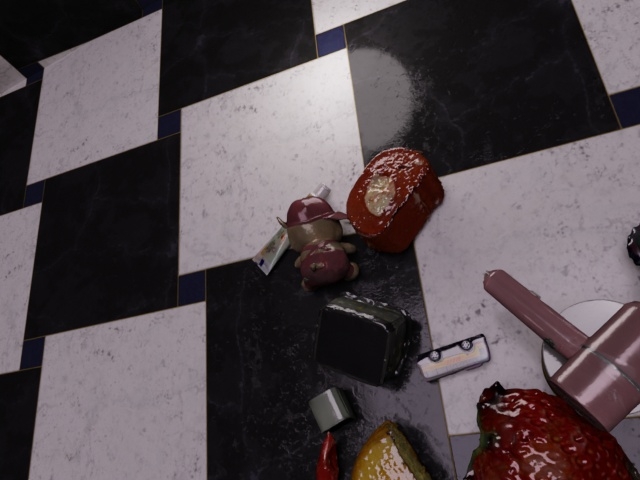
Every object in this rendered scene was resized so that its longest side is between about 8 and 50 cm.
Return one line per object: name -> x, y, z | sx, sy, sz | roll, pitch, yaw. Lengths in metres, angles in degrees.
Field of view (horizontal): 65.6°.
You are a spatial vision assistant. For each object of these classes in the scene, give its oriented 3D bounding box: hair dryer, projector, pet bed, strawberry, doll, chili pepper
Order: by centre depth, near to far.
hair dryer -> 0.456, 0.150, 0.934 | 0.210, 0.125, 0.352 | -45, 54, 1
strawberry -> 0.435, 0.444, 0.943 | 0.309, 0.291, 0.292 | 10, 75, 40
chili pepper -> 0.019, 0.554, 1.195 | 0.050, 0.059, 0.191 | 4, 91, 45
projector -> 0.029, 0.420, 1.232 | 0.083, 0.083, 0.082 | -33, 62, 9
pet bed -> 0.107, 0.236, 1.238 | 0.210, 0.159, 0.183 | 13, 103, 28
doll -> -0.002, 0.001, 1.365 | 0.196, 0.152, 0.256 | -8, 72, -27

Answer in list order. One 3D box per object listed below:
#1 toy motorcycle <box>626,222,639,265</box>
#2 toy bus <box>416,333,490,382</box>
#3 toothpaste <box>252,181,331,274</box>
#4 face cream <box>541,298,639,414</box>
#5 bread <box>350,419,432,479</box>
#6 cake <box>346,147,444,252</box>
toy motorcycle -> 0.777, 0.121, 0.974 | 0.232, 0.172, 0.416 | -15, 57, 24
toy bus -> 0.317, 0.280, 1.179 | 0.172, 0.057, 0.072 | -24, 69, 15
toothpaste -> -0.082, -0.040, 1.472 | 0.056, 0.058, 0.314 | 39, 94, -14
face cream -> 0.568, 0.244, 1.012 | 0.218, 0.179, 0.218 | -8, 68, 20
bread -> 0.167, 0.574, 1.051 | 0.179, 0.194, 0.340 | -34, 65, 2
cake -> 0.193, -0.110, 1.328 | 0.177, 0.151, 0.283 | 33, 86, 41
